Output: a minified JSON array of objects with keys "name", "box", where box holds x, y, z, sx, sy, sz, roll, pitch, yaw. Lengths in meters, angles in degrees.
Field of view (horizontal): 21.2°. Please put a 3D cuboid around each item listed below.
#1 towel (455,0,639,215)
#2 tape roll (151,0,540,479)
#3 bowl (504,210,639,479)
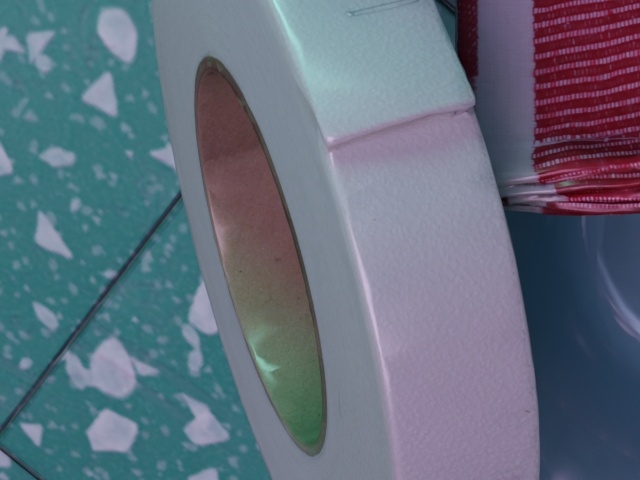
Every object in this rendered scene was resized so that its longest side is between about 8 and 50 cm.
[{"name":"towel","box":[0.222,-0.129,0.762,0.329,0.237,0.037,-3,157,10]},{"name":"tape roll","box":[0.000,0.000,0.867,0.072,0.392,0.392,-15,116,-13]},{"name":"bowl","box":[0.217,0.030,0.905,0.311,0.163,0.312,9,119,17]}]
